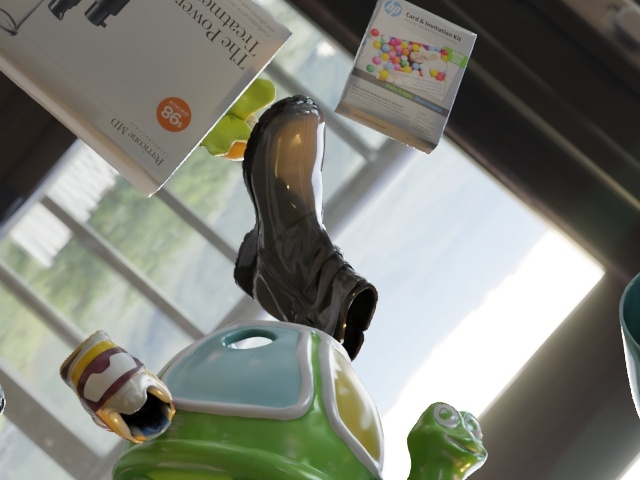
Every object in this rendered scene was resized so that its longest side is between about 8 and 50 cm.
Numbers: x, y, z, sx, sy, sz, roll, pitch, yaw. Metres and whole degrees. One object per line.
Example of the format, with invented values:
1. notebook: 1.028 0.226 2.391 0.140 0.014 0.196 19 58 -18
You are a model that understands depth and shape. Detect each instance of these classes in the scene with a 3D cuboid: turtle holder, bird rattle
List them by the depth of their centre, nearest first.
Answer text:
1. turtle holder: -0.035 0.195 1.279 0.320 0.243 0.227 -16 -135 41
2. bird rattle: -0.157 -0.161 1.997 0.253 0.207 0.143 -4 -113 49

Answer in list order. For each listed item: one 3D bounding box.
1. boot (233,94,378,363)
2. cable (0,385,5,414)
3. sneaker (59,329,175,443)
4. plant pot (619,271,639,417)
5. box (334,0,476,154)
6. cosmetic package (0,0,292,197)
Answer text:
1. boot: 0.000 0.000 1.709 0.118 0.223 0.338 -20 136 -28
2. cable: -0.413 0.109 1.297 0.072 0.139 0.287 -28 158 7
3. sneaker: -0.158 0.142 1.137 0.069 0.084 0.185 -45 159 -7
4. plant pot: 0.542 0.183 1.769 0.293 0.293 0.235 -46 139 -42
5. box: 0.116 -0.227 1.820 0.038 0.145 0.186 129 -16 -65
6. cosmetic package: -0.268 -0.286 1.743 0.284 0.377 0.097 -52 -171 -16
